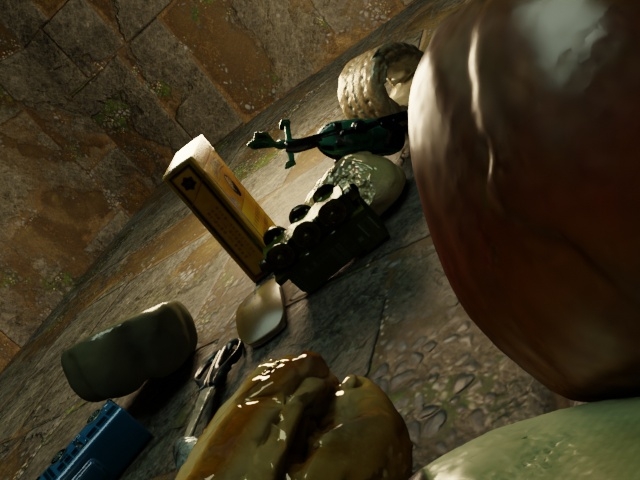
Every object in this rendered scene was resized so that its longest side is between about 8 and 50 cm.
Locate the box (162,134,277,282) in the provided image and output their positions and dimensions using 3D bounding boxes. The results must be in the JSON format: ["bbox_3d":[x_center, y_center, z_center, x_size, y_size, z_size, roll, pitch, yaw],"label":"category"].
[{"bbox_3d":[-0.205,-0.073,1.355,0.084,0.301,0.193,-35,21,9],"label":"box"}]

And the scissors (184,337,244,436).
[{"bbox_3d":[-0.189,0.255,1.020,0.109,0.022,0.300,-35,15,15],"label":"scissors"}]

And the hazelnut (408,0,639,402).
[{"bbox_3d":[0.229,-0.050,0.485,0.315,0.372,0.372,-44,21,-7],"label":"hazelnut"}]

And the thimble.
[{"bbox_3d":[0.163,-0.364,1.474,0.229,0.196,0.148,-18,6,-39],"label":"thimble"}]

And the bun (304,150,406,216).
[{"bbox_3d":[0.057,-0.101,1.221,0.210,0.116,0.237,-47,19,-18],"label":"bun"}]

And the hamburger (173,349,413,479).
[{"bbox_3d":[-0.046,0.256,0.510,0.304,0.174,0.284,-56,-7,-47],"label":"hamburger"}]

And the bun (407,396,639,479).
[{"bbox_3d":[0.161,0.208,0.333,0.283,0.179,0.283,-19,0,0],"label":"bun"}]

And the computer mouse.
[{"bbox_3d":[-0.109,0.124,1.155,0.102,0.045,0.199,-35,22,8],"label":"computer mouse"}]

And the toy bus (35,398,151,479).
[{"bbox_3d":[-0.394,0.379,1.070,0.106,0.090,0.185,-5,40,55],"label":"toy bus"}]

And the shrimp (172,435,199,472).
[{"bbox_3d":[-0.135,0.310,0.786,0.090,0.079,0.233,-51,27,-16],"label":"shrimp"}]

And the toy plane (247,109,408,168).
[{"bbox_3d":[0.035,-0.214,1.293,0.381,0.106,0.155,-5,-10,-11],"label":"toy plane"}]

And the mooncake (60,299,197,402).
[{"bbox_3d":[-0.375,0.221,1.229,0.275,0.135,0.275,-25,1,1],"label":"mooncake"}]

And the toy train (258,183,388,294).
[{"bbox_3d":[0.000,0.000,1.092,0.225,0.137,0.090,-40,27,13],"label":"toy train"}]
